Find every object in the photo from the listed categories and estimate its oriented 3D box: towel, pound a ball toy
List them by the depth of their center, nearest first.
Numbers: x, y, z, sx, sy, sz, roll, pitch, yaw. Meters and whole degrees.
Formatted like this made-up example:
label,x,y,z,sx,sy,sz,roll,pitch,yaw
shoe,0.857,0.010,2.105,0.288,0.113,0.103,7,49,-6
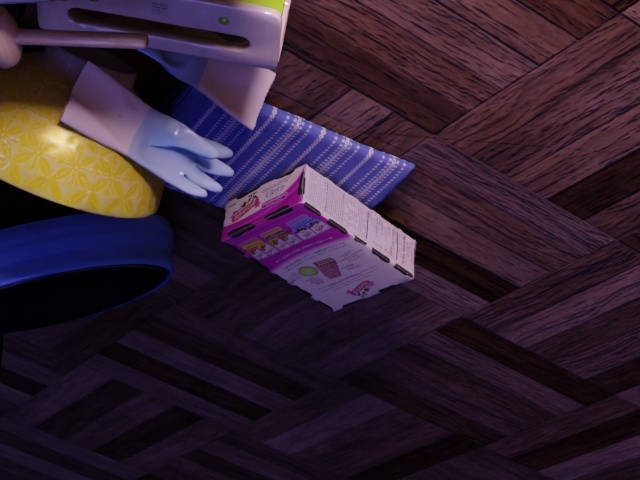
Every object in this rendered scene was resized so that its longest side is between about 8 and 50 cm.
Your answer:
label,x,y,z,sx,sy,sz,roll,pitch,yaw
pound a ball toy,-0.200,-0.248,1.624,0.319,0.208,0.136,9,148,0
towel,-0.076,-0.107,1.987,0.336,0.040,0.243,21,145,-21

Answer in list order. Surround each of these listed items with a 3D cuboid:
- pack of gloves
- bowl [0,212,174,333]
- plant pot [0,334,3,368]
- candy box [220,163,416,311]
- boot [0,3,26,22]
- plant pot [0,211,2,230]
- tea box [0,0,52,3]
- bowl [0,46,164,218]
label,x,y,z,sx,sy,sz,roll,pitch,yaw
pack of gloves,-0.168,-0.174,1.746,0.232,0.195,0.046,31,164,-29
bowl,-0.399,0.056,2.113,0.391,0.077,0.391,-14,168,-3
plant pot,-0.627,0.137,2.391,0.188,0.167,0.187,30,142,-30
candy box,0.000,0.000,2.037,0.159,0.071,0.233,-24,136,37
boot,-0.465,-0.280,1.653,0.229,0.091,0.263,5,-167,0
plant pot,-0.561,-0.056,2.040,0.237,0.237,0.254,-3,158,19
tea box,-0.207,-0.411,1.357,0.323,0.220,0.329,1,148,15
bowl,-0.308,-0.160,1.814,0.289,0.289,0.156,21,104,-17
